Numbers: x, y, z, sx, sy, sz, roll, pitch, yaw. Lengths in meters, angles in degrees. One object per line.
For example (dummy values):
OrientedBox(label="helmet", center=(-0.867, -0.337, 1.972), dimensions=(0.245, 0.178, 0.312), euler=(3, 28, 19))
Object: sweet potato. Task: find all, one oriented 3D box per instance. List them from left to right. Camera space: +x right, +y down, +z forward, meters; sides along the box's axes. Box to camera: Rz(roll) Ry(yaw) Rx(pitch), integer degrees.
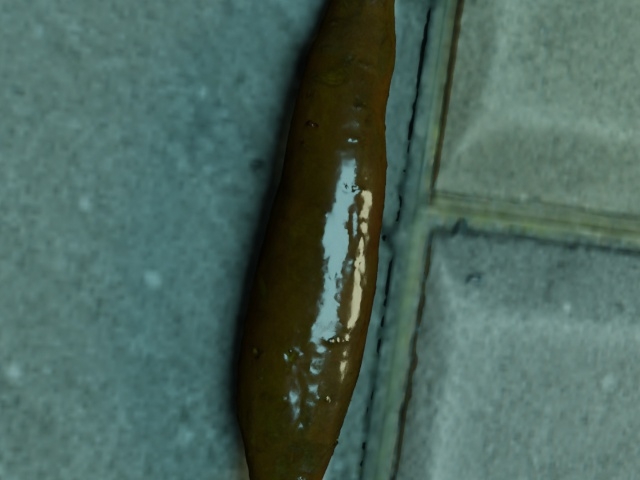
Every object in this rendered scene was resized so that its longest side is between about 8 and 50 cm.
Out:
OrientedBox(label="sweet potato", center=(0.001, 0.000, 0.672), dimensions=(0.057, 0.057, 0.265), euler=(10, 93, -29))
